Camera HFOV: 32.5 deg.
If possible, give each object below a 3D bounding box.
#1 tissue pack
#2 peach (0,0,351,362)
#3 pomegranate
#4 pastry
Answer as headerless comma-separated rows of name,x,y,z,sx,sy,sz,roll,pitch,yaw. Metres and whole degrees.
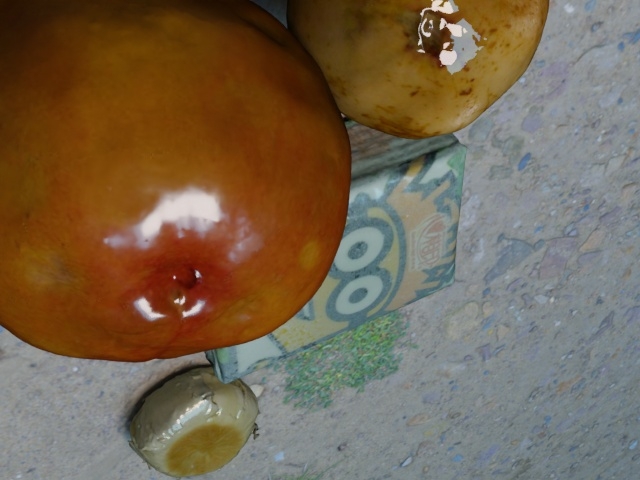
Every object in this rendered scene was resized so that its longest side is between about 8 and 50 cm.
tissue pack,0.000,0.000,1.196,0.311,0.128,0.228,-21,140,-18
peach,-0.146,-0.050,0.879,0.343,0.301,0.342,-13,140,-11
pomegranate,0.080,-0.211,0.954,0.248,0.248,0.248,-20,140,-18
pastry,-0.156,0.225,1.351,0.166,0.088,0.165,-20,139,-19
